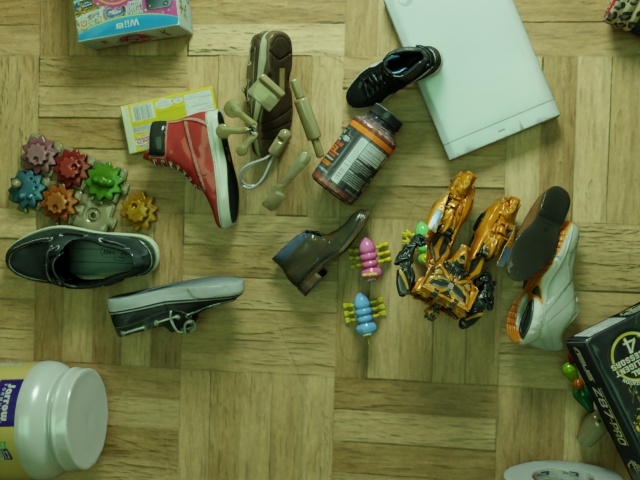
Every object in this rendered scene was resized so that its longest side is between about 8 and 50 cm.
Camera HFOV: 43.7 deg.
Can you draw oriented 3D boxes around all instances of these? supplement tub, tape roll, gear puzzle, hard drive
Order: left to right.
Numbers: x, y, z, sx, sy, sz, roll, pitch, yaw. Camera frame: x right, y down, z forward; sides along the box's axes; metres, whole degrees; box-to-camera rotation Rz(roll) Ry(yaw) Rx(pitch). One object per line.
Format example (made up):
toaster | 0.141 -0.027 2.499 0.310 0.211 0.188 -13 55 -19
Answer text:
supplement tub | -0.632 0.369 1.633 0.331 0.241 0.241 -3 91 8
gear puzzle | -0.507 -0.097 1.704 0.339 0.044 0.175 22 94 7
supplement tub | 0.078 -0.176 1.594 0.106 0.106 0.198 38 95 5
hard drive | 0.299 -0.365 1.590 0.233 0.047 0.353 -22 88 8
tape roll | 0.456 0.479 1.500 0.219 0.219 0.072 -1 90 8

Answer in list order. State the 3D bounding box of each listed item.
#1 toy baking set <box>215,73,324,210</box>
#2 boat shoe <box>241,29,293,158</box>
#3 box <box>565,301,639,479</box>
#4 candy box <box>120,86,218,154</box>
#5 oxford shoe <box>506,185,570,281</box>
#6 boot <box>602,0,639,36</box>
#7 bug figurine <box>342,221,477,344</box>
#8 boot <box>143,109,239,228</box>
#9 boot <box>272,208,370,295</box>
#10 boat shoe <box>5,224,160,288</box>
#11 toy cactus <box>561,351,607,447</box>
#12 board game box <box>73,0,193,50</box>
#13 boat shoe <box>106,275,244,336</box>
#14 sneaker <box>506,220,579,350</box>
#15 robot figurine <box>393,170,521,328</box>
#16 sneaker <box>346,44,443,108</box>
toy baking set | -0.093 -0.198 1.586 0.197 0.030 0.256 -22 103 10
boat shoe | -0.114 -0.299 1.638 0.095 0.095 0.257 17 103 43
box | 0.694 0.242 1.469 0.395 0.097 0.318 -24 89 -12
candy box | -0.314 -0.252 1.684 0.206 0.027 0.105 -10 93 8
oxford shoe | 0.412 -0.005 1.541 0.076 0.076 0.212 36 70 -5
boot | 0.732 -0.506 1.489 0.284 0.138 0.377 26 100 6
bug figurine | 0.168 0.083 1.604 0.279 0.072 0.216 -15 89 8
boot | -0.269 -0.135 1.646 0.176 0.088 0.244 -10 96 8
boot | 0.000 0.000 1.620 0.106 0.082 0.219 40 98 2
boat shoe | -0.515 0.044 1.668 0.340 0.113 0.127 4 104 7
toy cactus | 0.555 0.319 1.557 0.219 0.112 0.180 26 113 4
board game box | -0.400 -0.568 1.656 0.224 0.097 0.303 -7 91 8
boat shoe | -0.295 0.144 1.649 0.306 0.113 0.105 -11 96 10
sneaker | 0.461 0.093 1.567 0.121 0.099 0.262 23 86 -20
robot figurine | 0.267 0.021 1.533 0.211 0.085 0.291 27 71 -3
sneaker | 0.123 -0.324 1.551 0.217 0.121 0.079 -24 86 27
